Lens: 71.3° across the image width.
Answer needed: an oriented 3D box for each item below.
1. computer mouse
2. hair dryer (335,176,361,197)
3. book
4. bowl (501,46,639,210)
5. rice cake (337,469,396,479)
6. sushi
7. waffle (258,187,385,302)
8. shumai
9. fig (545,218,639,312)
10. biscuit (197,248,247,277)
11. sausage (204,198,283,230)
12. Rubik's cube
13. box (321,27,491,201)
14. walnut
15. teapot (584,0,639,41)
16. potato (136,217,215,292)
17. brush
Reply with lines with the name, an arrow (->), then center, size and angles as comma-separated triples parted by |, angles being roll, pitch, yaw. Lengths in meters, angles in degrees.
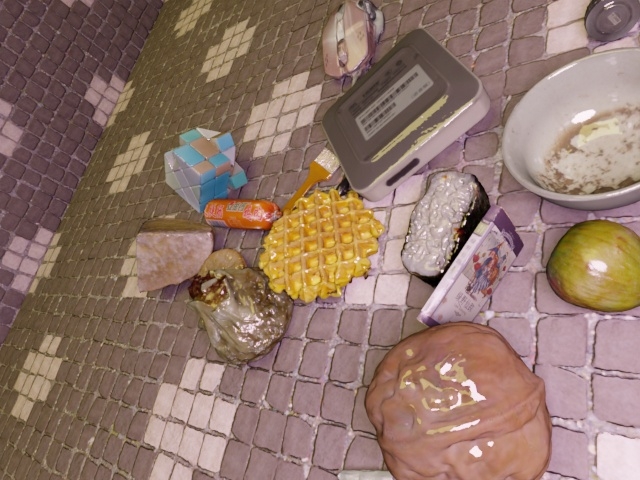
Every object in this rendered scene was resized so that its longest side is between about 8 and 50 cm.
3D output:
computer mouse -> 0.083, -0.628, 1.382 | 0.199, 0.114, 0.390 | -15, 56, 37
hair dryer -> 0.083, -0.134, 1.157 | 0.083, 0.031, 0.079 | 24, 73, 31
book -> 0.271, 0.069, 0.781 | 0.026, 0.157, 0.231 | 34, 89, 44
bowl -> 0.477, -0.162, 0.756 | 0.289, 0.146, 0.290 | -21, 53, 32
rice cake -> 0.079, 0.520, 0.757 | 0.127, 0.043, 0.237 | -14, 58, 32
sushi -> 0.249, -0.017, 0.872 | 0.124, 0.127, 0.225 | 17, 84, 43
waffle -> -0.008, 0.008, 1.069 | 0.328, 0.062, 0.330 | -10, 56, 16
shumai -> -0.203, 0.161, 1.087 | 0.188, 0.218, 0.256 | -7, 58, 43
fig -> 0.477, 0.061, 0.668 | 0.245, 0.149, 0.149 | 27, 83, 26
biscuit -> -0.290, 0.126, 1.291 | 0.219, 0.033, 0.220 | -13, 66, 31
sausage -> -0.221, -0.077, 1.314 | 0.311, 0.093, 0.093 | 6, 69, 44
Rubik's cube -> -0.363, -0.229, 1.453 | 0.224, 0.265, 0.213 | 40, 52, 15
box -> 0.185, -0.324, 1.118 | 0.367, 0.090, 0.373 | -39, 45, 19
walnut -> 0.206, 0.257, 0.677 | 0.272, 0.227, 0.274 | -18, 52, 25
teapot -> 0.593, -0.457, 0.894 | 0.092, 0.124, 0.091 | 113, 175, -51
potato -> -0.455, 0.040, 1.451 | 0.263, 0.211, 0.189 | -2, 14, -1
brush -> -0.047, -0.143, 1.273 | 0.272, 0.013, 0.103 | -50, 44, 6
